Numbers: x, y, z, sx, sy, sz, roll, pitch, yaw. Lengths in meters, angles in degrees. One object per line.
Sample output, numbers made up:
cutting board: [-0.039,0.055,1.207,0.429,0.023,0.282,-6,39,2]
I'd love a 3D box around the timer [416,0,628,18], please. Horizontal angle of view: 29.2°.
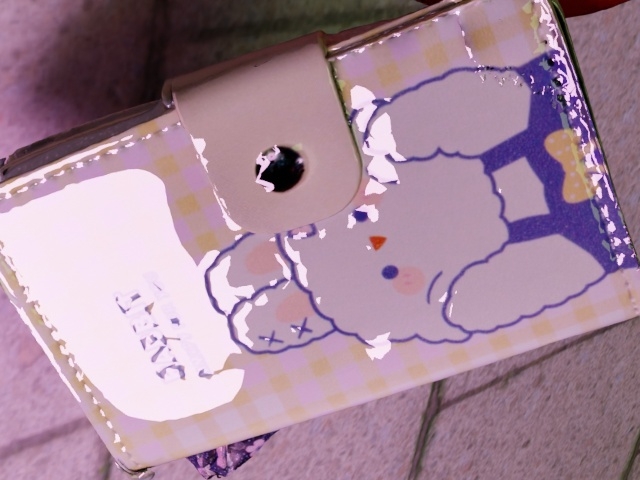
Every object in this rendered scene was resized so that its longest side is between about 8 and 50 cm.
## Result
timer: [0.122,-0.300,0.629,0.378,0.279,0.378,-34,139,-35]

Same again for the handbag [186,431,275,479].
handbag: [-0.026,0.034,0.816,0.208,0.127,0.228,-27,123,-34]

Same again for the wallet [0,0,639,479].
wallet: [0.000,0.000,0.647,0.310,0.077,0.223,-19,117,9]
